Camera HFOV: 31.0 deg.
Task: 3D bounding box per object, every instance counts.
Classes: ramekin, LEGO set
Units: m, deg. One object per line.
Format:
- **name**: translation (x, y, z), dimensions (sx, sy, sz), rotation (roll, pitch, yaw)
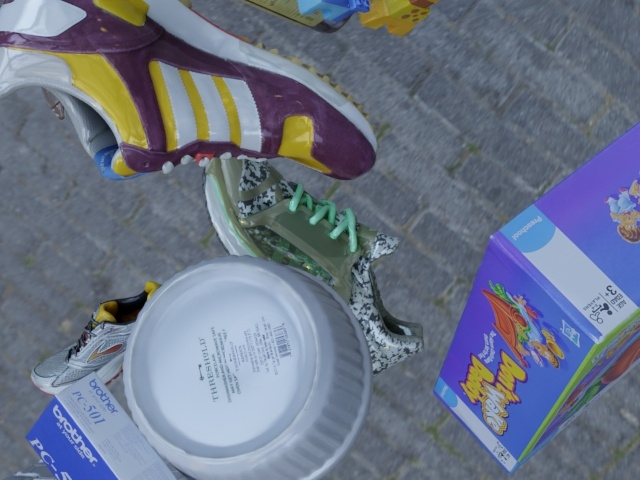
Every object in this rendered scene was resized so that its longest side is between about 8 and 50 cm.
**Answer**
- **ramekin**: translation (-0.066, 0.109, 0.967), dimensions (0.207, 0.109, 0.207), rotation (-4, 73, 13)
- **LEGO set**: translation (0.057, -0.222, 0.931), dimensions (0.093, 0.227, 0.087), rotation (-22, 76, 38)

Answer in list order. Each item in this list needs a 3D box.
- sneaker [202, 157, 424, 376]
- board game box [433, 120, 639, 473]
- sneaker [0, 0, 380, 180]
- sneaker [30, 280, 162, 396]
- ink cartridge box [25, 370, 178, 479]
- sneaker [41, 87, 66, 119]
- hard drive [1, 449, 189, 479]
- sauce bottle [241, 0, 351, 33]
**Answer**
- **sneaker**: translation (0.000, 0.000, 1.374), dimensions (0.182, 0.158, 0.410), rotation (-22, 110, 13)
- **board game box**: translation (0.236, -0.020, 0.719), dimensions (0.347, 0.233, 0.078), rotation (-36, 70, -18)
- **sneaker**: translation (-0.060, -0.055, 0.518), dimensions (0.185, 0.069, 0.084), rotation (27, 79, -25)
- **sneaker**: translation (-0.282, 0.123, 1.505), dimensions (0.225, 0.088, 0.093), rotation (-30, 124, 3)
- **ink cartridge box**: translation (-0.160, 0.220, 0.977), dimensions (0.207, 0.046, 0.097), rotation (51, 139, 7)
- **sneaker**: translation (-0.241, -0.195, 1.390), dimensions (0.188, 0.066, 0.071), rotation (-14, 102, -18)
- **hard drive**: translation (-0.258, 0.316, 1.515), dimensions (0.236, 0.339, 0.064), rotation (0, 91, 6)
- **sauce bottle**: translation (-0.108, -0.341, 1.319), dimensions (0.344, 0.111, 0.111), rotation (17, 118, -37)
